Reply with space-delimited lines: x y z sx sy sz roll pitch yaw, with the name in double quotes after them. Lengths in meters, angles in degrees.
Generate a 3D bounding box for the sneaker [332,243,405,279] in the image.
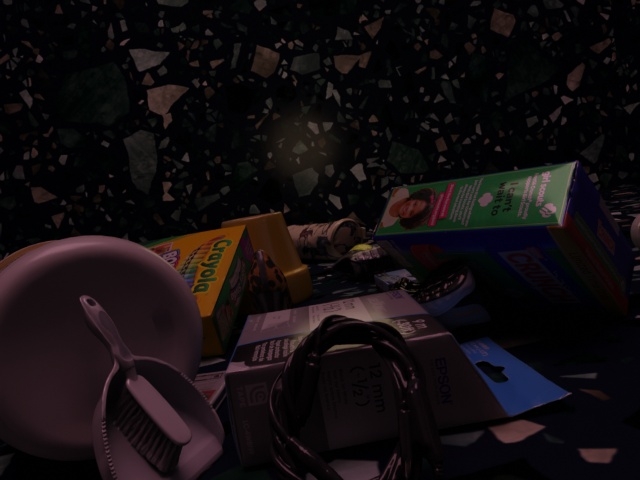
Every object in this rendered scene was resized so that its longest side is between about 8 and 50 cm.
0.157 0.069 1.442 0.121 0.111 0.300 -27 8 -37 "sneaker"

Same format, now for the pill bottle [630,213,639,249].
0.710 -0.009 0.986 0.121 0.121 0.221 -10 4 4 "pill bottle"

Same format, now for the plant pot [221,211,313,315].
-0.163 0.053 1.366 0.254 0.238 0.254 -9 6 1 "plant pot"

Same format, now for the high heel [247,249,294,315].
-0.096 0.100 0.986 0.093 0.186 0.261 -11 5 -7 "high heel"

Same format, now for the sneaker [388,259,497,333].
0.178 0.118 0.860 0.100 0.108 0.271 -55 12 -26 "sneaker"

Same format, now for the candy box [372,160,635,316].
0.294 0.013 0.828 0.317 0.122 0.268 -6 -36 46 "candy box"

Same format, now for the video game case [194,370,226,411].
-0.235 0.233 0.709 0.202 0.023 0.183 -9 5 6 "video game case"

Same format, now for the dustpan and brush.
-0.183 0.148 0.504 0.060 0.211 0.147 -47 -10 21 "dustpan and brush"

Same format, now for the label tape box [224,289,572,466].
0.075 0.140 0.633 0.348 0.115 0.249 -12 5 -1 "label tape box"

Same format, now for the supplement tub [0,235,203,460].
-0.319 0.117 0.662 0.241 0.240 0.331 -13 6 -34 "supplement tub"

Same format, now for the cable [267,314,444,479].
0.023 0.152 0.459 0.151 0.184 0.047 -20 -37 11 "cable"

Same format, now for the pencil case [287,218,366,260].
0.000 0.000 2.092 0.184 0.159 0.410 -31 16 -34 "pencil case"

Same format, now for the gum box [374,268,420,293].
0.237 0.094 1.230 0.185 0.041 0.157 -11 5 -4 "gum box"

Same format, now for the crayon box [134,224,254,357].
-0.327 0.110 1.099 0.313 0.106 0.363 -10 28 8 "crayon box"
